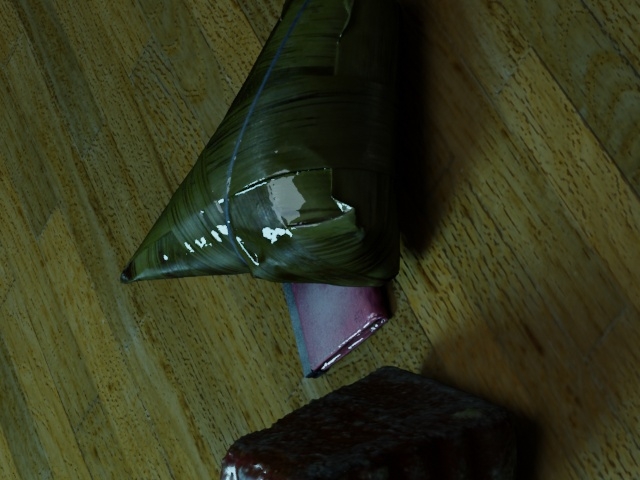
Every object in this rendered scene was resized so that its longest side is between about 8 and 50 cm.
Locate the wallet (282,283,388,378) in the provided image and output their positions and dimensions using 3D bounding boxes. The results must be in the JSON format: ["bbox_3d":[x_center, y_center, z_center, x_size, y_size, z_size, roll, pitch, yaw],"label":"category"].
[{"bbox_3d":[0.000,0.000,1.820,0.119,0.025,0.232,-41,52,40],"label":"wallet"}]

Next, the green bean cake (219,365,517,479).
[{"bbox_3d":[0.028,0.185,1.567,0.198,0.233,0.097,13,113,51],"label":"green bean cake"}]

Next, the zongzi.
[{"bbox_3d":[-0.063,-0.092,1.778,0.300,0.138,0.286,-11,68,35],"label":"zongzi"}]
